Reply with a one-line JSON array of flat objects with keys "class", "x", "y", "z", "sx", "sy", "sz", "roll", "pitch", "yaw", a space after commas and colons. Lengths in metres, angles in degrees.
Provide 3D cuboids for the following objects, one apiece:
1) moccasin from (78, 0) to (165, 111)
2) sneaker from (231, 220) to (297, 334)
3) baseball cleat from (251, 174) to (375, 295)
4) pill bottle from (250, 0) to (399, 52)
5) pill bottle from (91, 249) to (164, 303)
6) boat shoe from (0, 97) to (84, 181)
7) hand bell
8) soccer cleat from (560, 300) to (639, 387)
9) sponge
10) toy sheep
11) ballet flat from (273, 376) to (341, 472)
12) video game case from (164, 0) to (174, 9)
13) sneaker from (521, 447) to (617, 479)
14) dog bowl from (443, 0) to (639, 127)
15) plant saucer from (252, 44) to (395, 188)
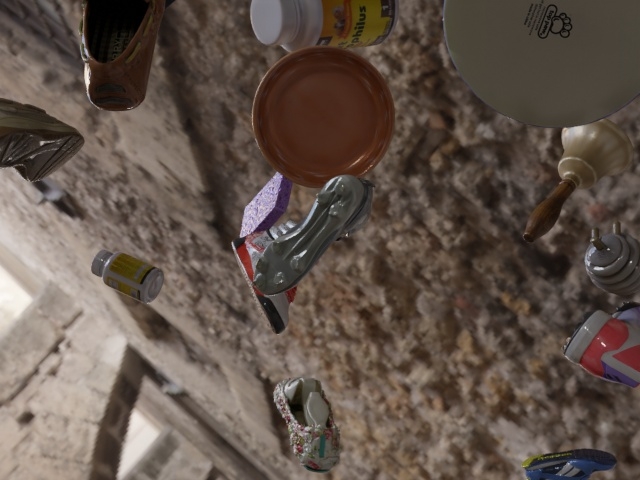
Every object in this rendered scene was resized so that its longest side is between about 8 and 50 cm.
[{"class": "moccasin", "x": -0.340, "y": -0.397, "z": 1.537, "sx": 0.147, "sy": 0.139, "sz": 0.380, "roll": 93, "pitch": -179, "yaw": -57}, {"class": "sneaker", "x": -0.063, "y": 0.054, "z": 1.677, "sx": 0.144, "sy": 0.270, "sz": 0.090, "roll": -21, "pitch": -56, "yaw": -7}, {"class": "baseball cleat", "x": 0.000, "y": 0.000, "z": 1.230, "sx": 0.206, "sy": 0.072, "sz": 0.109, "roll": -46, "pitch": -25, "yaw": 23}, {"class": "pill bottle", "x": 0.006, "y": -0.342, "z": 1.382, "sx": 0.214, "sy": 0.117, "sz": 0.117, "roll": -15, "pitch": -36, "yaw": -36}, {"class": "pill bottle", "x": -0.333, "y": 0.058, "z": 1.589, "sx": 0.065, "sy": 0.116, "sz": 0.065, "roll": -58, "pitch": -17, "yaw": -30}, {"class": "boat shoe", "x": -0.436, "y": -0.157, "z": 1.338, "sx": 0.109, "sy": 0.098, "sz": 0.302, "roll": -42, "pitch": -4, "yaw": 7}, {"class": "hand bell", "x": 0.392, "y": -0.082, "z": 1.480, "sx": 0.242, "sy": 0.126, "sz": 0.126, "roll": -48, "pitch": -15, "yaw": -30}, {"class": "soccer cleat", "x": 0.464, "y": 0.163, "z": 1.388, "sx": 0.318, "sy": 0.116, "sz": 0.109, "roll": 4, "pitch": -60, "yaw": -59}, {"class": "sponge", "x": -0.119, "y": -0.065, "z": 1.973, "sx": 0.210, "sy": 0.031, "sz": 0.117, "roll": -43, "pitch": 30, "yaw": 51}, {"class": "toy sheep", "x": 0.403, "y": 0.027, "z": 1.264, "sx": 0.132, "sy": 0.091, "sz": 0.091, "roll": 33, "pitch": -83, "yaw": -33}, {"class": "ballet flat", "x": -0.014, "y": 0.251, "z": 1.376, "sx": 0.241, "sy": 0.091, "sz": 0.077, "roll": -127, "pitch": 41, "yaw": -64}, {"class": "video game case", "x": -0.291, "y": -0.646, "z": 2.022, "sx": 0.196, "sy": 0.274, "sz": 0.026, "roll": -33, "pitch": -46, "yaw": 25}, {"class": "sneaker", "x": 0.390, "y": 0.360, "z": 1.440, "sx": 0.144, "sy": 0.059, "sz": 0.053, "roll": -13, "pitch": -2, "yaw": 20}, {"class": "dog bowl", "x": 0.282, "y": -0.270, "z": 1.086, "sx": 0.104, "sy": 0.264, "sz": 0.265, "roll": -47, "pitch": -13, "yaw": -52}, {"class": "plant saucer", "x": 0.004, "y": -0.172, "z": 1.299, "sx": 0.200, "sy": 0.200, "sz": 0.037, "roll": -52, "pitch": 4, "yaw": -1}]
